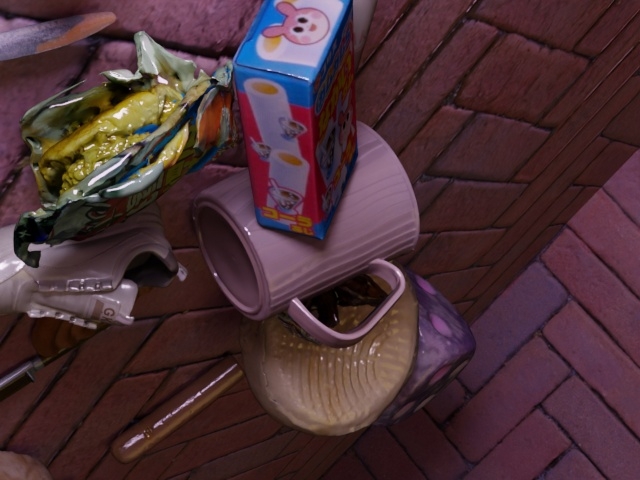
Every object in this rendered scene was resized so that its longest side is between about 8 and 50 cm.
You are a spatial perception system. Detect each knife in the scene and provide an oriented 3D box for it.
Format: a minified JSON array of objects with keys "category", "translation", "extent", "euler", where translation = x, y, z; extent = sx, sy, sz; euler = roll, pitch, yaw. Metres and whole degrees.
[{"category":"knife","translation":[-0.428,0.199,1.461],"extent":[0.343,0.027,0.061],"euler":[-33,163,-20]}]

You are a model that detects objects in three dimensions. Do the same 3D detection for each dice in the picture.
[{"category":"dice","translation":[0.160,0.231,2.233],"extent":[0.270,0.270,0.271],"euler":[-48,160,19]}]

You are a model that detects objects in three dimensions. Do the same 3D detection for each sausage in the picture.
[{"category":"sausage","translation":[-0.276,0.330,1.957],"extent":[0.301,0.066,0.066],"euler":[-34,159,-14]}]

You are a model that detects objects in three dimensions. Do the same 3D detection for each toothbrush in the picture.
[{"category":"toothbrush","translation":[-0.339,-0.155,0.879],"extent":[0.375,0.028,0.037],"euler":[-25,147,-37]}]

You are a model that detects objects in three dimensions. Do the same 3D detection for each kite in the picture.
[{"category":"kite","translation":[0.015,0.065,1.706],"extent":[0.127,0.016,0.229],"euler":[45,75,-27]}]

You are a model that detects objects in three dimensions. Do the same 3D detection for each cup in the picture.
[{"category":"cup","translation":[-0.009,-0.001,1.449],"extent":[0.273,0.288,0.208],"euler":[-27,-168,-26]}]

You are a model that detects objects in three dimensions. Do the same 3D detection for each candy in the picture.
[{"category":"candy","translation":[-0.022,-0.152,1.208],"extent":[0.306,0.100,0.157],"euler":[84,24,-55]}]

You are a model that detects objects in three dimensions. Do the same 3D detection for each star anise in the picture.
[{"category":"star anise","translation":[-0.008,0.038,1.634],"extent":[0.214,0.220,0.099],"euler":[-20,164,-26]}]

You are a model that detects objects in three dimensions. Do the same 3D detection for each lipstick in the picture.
[{"category":"lipstick","translation":[0.018,-0.242,1.281],"extent":[0.070,0.070,0.254],"euler":[-30,158,-28]}]

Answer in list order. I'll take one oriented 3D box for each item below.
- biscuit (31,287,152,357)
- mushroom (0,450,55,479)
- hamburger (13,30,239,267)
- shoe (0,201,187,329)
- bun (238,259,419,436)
[{"category":"biscuit","translation":[-0.309,0.080,1.417],"extent":[0.224,0.033,0.144],"euler":[-35,160,-19]},{"category":"mushroom","translation":[-0.524,0.467,1.612],"extent":[0.195,0.189,0.254],"euler":[-48,151,15]},{"category":"hamburger","translation":[-0.221,-0.106,1.069],"extent":[0.260,0.150,0.276],"euler":[-34,-177,34]},{"category":"shoe","translation":[-0.292,0.053,1.213],"extent":[0.316,0.159,0.124],"euler":[-28,158,-39]},{"category":"bun","translation":[-0.001,0.163,1.824],"extent":[0.364,0.364,0.202],"euler":[-30,-162,-27]}]
